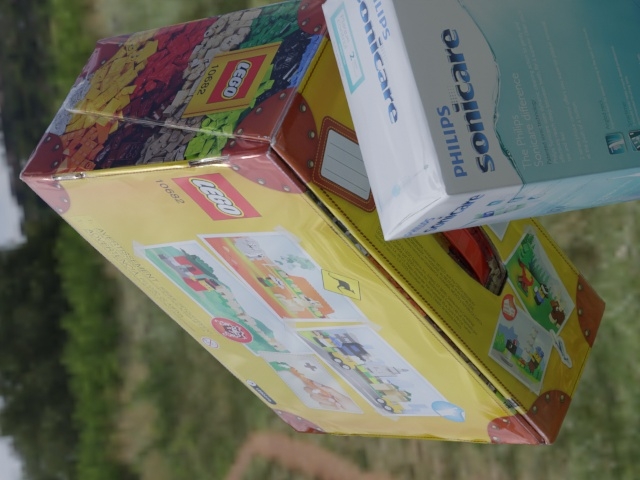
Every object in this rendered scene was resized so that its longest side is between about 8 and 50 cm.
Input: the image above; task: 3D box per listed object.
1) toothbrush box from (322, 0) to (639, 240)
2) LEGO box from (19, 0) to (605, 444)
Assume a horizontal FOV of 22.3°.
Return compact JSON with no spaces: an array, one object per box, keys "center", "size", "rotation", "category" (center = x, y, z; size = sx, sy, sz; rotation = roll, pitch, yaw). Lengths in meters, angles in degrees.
[{"center":[0.177,-0.136,1.343],"size":[0.126,0.295,0.216],"rotation":[-39,64,62],"category":"toothbrush box"},{"center":[0.000,0.000,1.691],"size":[0.500,0.372,0.193],"rotation":[47,-124,-35],"category":"LEGO box"}]
